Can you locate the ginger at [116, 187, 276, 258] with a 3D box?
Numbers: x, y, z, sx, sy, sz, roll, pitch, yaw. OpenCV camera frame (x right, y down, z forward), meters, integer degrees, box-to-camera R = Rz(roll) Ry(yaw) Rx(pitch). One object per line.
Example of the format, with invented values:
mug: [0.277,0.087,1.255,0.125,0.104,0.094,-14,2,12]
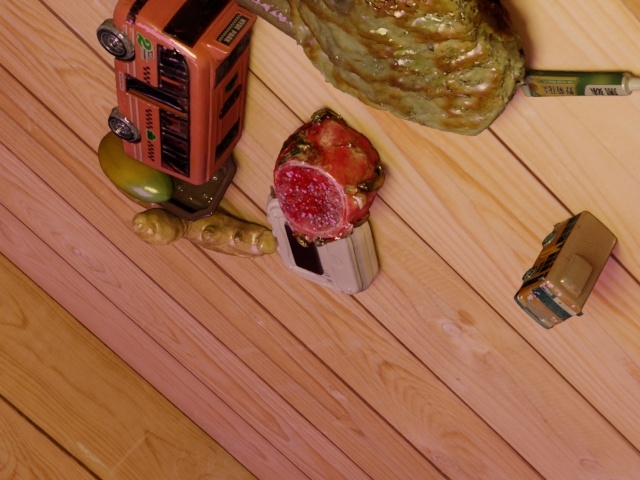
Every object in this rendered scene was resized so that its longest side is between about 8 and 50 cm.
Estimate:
ginger: [-0.305,-0.056,2.291,0.348,0.122,0.363,21,-172,-32]

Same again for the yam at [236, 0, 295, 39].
yam: [-0.082,-0.394,1.653,0.169,0.068,0.068,33,150,7]

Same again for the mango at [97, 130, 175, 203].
mango: [-0.377,-0.152,2.035,0.237,0.137,0.091,-123,43,-53]

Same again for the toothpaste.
toothpaste: [0.373,-0.224,1.440,0.204,0.031,0.049,9,140,44]

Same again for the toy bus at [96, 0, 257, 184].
toy bus: [-0.252,-0.301,1.835,0.233,0.203,0.427,27,150,8]

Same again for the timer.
timer: [0.000,0.000,2.092,0.237,0.087,0.262,19,143,30]

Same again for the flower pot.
flower pot: [-0.295,-0.148,2.150,0.250,0.179,0.084,27,178,18]

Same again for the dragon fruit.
dragon fruit: [0.013,-0.092,1.842,0.210,0.147,0.282,4,123,18]

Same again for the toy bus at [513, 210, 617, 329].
toy bus: [0.402,0.048,1.637,0.091,0.182,0.103,42,148,-8]

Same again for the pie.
pie: [0.100,-0.323,1.452,0.395,0.180,0.418,21,152,27]
